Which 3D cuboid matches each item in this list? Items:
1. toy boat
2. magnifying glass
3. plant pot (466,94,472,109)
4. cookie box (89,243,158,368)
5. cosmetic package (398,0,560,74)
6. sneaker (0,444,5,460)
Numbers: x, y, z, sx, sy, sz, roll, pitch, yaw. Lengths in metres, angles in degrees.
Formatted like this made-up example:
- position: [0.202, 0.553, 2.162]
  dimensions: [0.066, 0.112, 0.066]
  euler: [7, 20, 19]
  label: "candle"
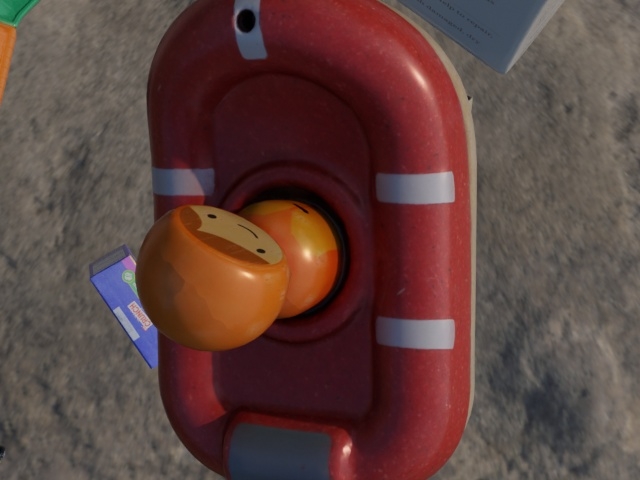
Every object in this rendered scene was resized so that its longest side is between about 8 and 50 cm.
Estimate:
- position: [-0.021, 0.006, 0.494]
  dimensions: [0.151, 0.151, 0.231]
  euler: [1, 97, 25]
  label: "toy boat"
- position: [-0.235, -0.178, 0.872]
  dimensions: [0.092, 0.231, 0.026]
  euler: [18, 153, -27]
  label: "magnifying glass"
- position: [0.133, -0.141, 1.576]
  dimensions: [0.109, 0.109, 0.096]
  euler: [-37, 135, -30]
  label: "plant pot"
- position: [-0.153, 0.053, 0.986]
  dimensions: [0.040, 0.107, 0.092]
  euler: [-33, 101, -7]
  label: "cookie box"
- position: [0.213, -0.465, 1.366]
  dimensions: [0.327, 0.394, 0.329]
  euler: [37, 78, 5]
  label: "cosmetic package"
- position: [-0.205, 0.132, 0.673]
  dimensions: [0.038, 0.098, 0.069]
  euler: [26, 97, -13]
  label: "sneaker"
